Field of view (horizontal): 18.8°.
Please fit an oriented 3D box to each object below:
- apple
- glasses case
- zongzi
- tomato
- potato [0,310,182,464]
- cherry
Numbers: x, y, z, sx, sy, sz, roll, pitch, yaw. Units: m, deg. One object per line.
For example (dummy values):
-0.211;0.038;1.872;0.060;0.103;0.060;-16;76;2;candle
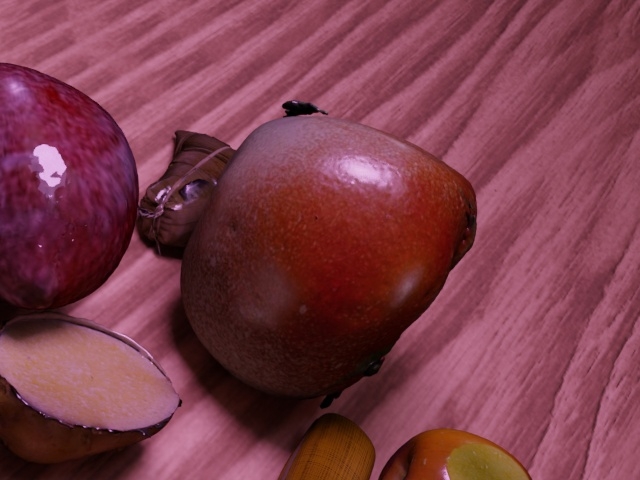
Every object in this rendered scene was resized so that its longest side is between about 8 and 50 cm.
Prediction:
0.121;0.258;1.830;0.147;0.146;0.163;42;45;0;apple
-0.003;0.240;1.806;0.079;0.064;0.234;42;30;-9;glasses case
-0.164;-0.061;2.046;0.189;0.081;0.178;-19;39;-38;zongzi
0.000;0.000;1.898;0.239;0.303;0.303;38;31;-4;tomato
-0.220;0.143;1.696;0.164;0.081;0.200;45;28;26;potato
-0.275;-0.046;1.755;0.230;0.203;0.300;28;20;-39;cherry
